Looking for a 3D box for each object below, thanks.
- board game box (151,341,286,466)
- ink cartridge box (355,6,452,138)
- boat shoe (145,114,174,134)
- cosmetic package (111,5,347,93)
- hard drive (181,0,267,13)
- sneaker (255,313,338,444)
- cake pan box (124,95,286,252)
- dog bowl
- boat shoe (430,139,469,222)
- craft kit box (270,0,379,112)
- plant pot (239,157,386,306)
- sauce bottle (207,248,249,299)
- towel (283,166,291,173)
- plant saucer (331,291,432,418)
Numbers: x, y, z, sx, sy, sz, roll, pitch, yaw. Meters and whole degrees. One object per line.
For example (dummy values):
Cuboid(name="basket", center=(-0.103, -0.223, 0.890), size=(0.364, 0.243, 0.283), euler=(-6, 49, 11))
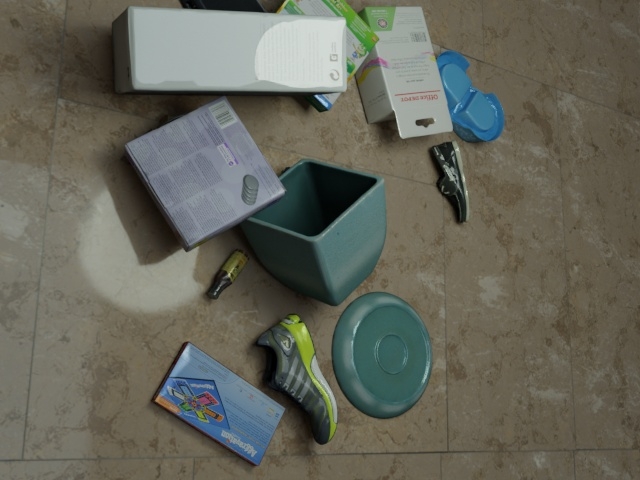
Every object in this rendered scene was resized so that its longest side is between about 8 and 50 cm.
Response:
Cuboid(name="board game box", center=(-0.213, 0.353, 1.660), size=(0.281, 0.027, 0.145), euler=(39, 59, -22))
Cuboid(name="ink cartridge box", center=(0.208, -0.435, 2.063), size=(0.207, 0.119, 0.353), euler=(-12, 86, -35))
Cuboid(name="boat shoe", center=(-0.356, -0.219, 1.670), size=(0.045, 0.050, 0.135), euler=(33, 63, -31))
Cuboid(name="cosmetic package", center=(-0.194, -0.390, 1.636), size=(0.453, 0.230, 0.161), euler=(-4, 99, -23))
Cuboid(name="hard drive", center=(-0.195, -0.513, 1.842), size=(0.254, 0.054, 0.172), euler=(53, 57, -14))
Cuboid(name="sneaker", center=(-0.058, 0.323, 1.740), size=(0.121, 0.111, 0.299), euler=(-21, 87, -26))
Cuboid(name="cake pan box", center=(-0.245, -0.146, 1.626), size=(0.246, 0.070, 0.266), euler=(-32, 87, -22))
Cuboid(name="dog bowl", center=(0.407, -0.404, 2.223), size=(0.297, 0.074, 0.166), euler=(45, 59, -18))
Cuboid(name="boat shoe", center=(0.365, -0.159, 2.154), size=(0.079, 0.084, 0.233), euler=(-14, 96, 2))
Cuboid(name="craft kit box", center=(-0.012, -0.484, 1.872), size=(0.250, 0.061, 0.246), euler=(42, 74, -23))
Cuboid(name="plant pot", center=(0.000, 0.000, 1.751), size=(0.248, 0.247, 0.252), euler=(-42, 134, -32))
Cuboid(name="sauce bottle", center=(-0.206, 0.076, 1.717), size=(0.042, 0.042, 0.128), euler=(43, 61, -20))
Cuboid(name="towel", center=(-0.076, -0.113, 1.854), size=(0.067, 0.029, 0.119), euler=(31, 65, -28))
Cuboid(name="plant saucer", center=(0.169, 0.283, 1.931), size=(0.318, 0.044, 0.317), euler=(7, 76, -33))
